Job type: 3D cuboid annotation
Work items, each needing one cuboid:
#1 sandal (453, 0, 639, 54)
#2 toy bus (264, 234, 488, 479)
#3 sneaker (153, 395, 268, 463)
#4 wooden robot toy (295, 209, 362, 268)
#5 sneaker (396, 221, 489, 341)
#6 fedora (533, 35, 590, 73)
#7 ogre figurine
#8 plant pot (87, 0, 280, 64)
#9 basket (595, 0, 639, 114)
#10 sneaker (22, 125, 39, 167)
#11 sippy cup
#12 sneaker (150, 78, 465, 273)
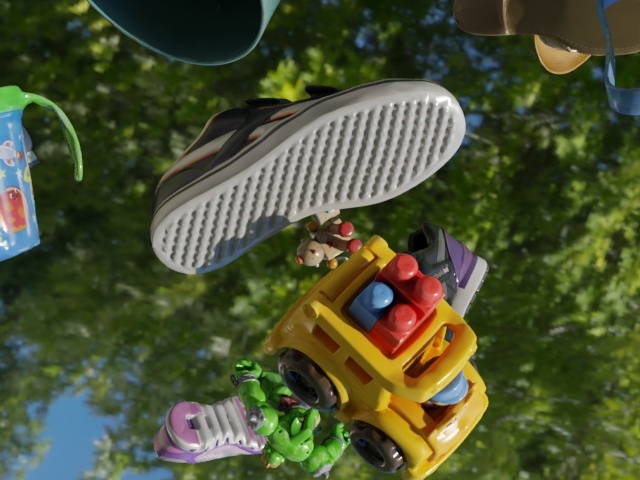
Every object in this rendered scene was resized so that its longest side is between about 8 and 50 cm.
[{"bbox_3d":[0.283,-0.270,1.481,0.240,0.079,0.088,7,-80,16],"label":"sandal"},{"bbox_3d":[0.079,0.104,1.201,0.149,0.220,0.211,-43,174,-29],"label":"toy bus"},{"bbox_3d":[-0.169,0.308,1.956,0.104,0.236,0.095,-43,-124,33],"label":"sneaker"},{"bbox_3d":[0.000,0.000,1.612,0.079,0.173,0.076,-32,-168,-14],"label":"wooden robot toy"},{"bbox_3d":[0.125,0.086,1.661,0.107,0.124,0.283,-38,-165,38],"label":"sneaker"},{"bbox_3d":[0.351,-0.295,1.566,0.079,0.194,0.194,29,-80,39],"label":"fedora"},{"bbox_3d":[-0.042,0.246,1.672,0.097,0.197,0.118,-26,-158,14],"label":"ogre figurine"},{"bbox_3d":[-0.140,-0.395,1.476,0.293,0.293,0.235,-12,-142,50],"label":"plant pot"},{"bbox_3d":[0.389,-0.200,1.082,0.289,0.201,0.255,-13,-148,16],"label":"basket"},{"bbox_3d":[-0.583,-0.147,1.950,0.319,0.112,0.131,-9,-71,29],"label":"sneaker"},{"bbox_3d":[-0.493,-0.074,1.689,0.305,0.240,0.224,-12,-83,21],"label":"sippy cup"},{"bbox_3d":[-0.023,-0.089,1.205,0.321,0.126,0.127,-23,-143,8],"label":"sneaker"}]
